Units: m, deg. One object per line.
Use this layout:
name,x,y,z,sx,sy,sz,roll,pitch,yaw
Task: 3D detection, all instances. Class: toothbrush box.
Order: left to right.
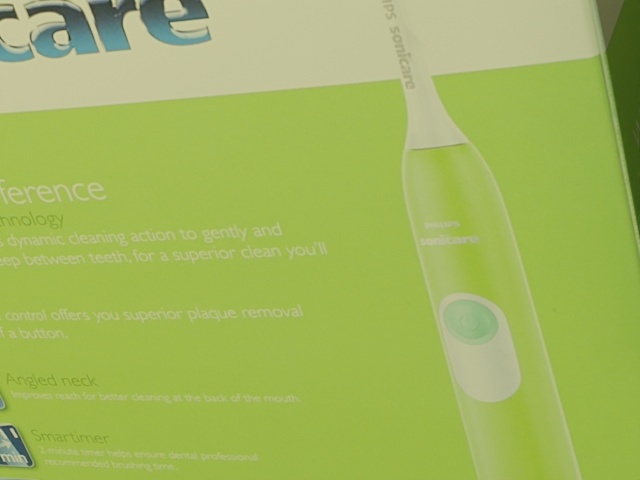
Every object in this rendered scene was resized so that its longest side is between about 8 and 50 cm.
toothbrush box,0.000,0.000,0.435,0.206,0.122,0.283,-3,127,24
